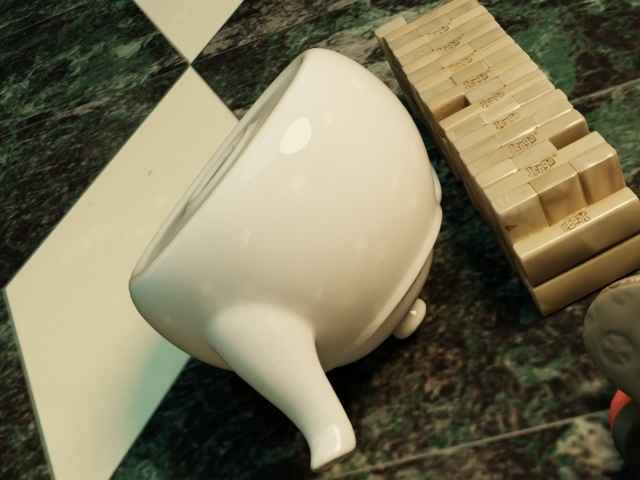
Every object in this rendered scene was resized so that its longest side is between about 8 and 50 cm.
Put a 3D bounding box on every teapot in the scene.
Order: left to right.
[{"bbox_3d":[0.000,0.000,0.738,0.256,0.187,0.252,-54,12,-6],"label":"teapot"}]

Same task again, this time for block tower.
[{"bbox_3d":[0.141,-0.089,0.818,0.097,0.091,0.335,-27,36,2],"label":"block tower"}]

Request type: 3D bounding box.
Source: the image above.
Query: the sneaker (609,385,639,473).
[{"bbox_3d":[0.281,0.031,0.567,0.276,0.098,0.135,-22,38,12],"label":"sneaker"}]

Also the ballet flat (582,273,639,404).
[{"bbox_3d":[0.250,0.058,0.474,0.249,0.084,0.058,8,28,26],"label":"ballet flat"}]
